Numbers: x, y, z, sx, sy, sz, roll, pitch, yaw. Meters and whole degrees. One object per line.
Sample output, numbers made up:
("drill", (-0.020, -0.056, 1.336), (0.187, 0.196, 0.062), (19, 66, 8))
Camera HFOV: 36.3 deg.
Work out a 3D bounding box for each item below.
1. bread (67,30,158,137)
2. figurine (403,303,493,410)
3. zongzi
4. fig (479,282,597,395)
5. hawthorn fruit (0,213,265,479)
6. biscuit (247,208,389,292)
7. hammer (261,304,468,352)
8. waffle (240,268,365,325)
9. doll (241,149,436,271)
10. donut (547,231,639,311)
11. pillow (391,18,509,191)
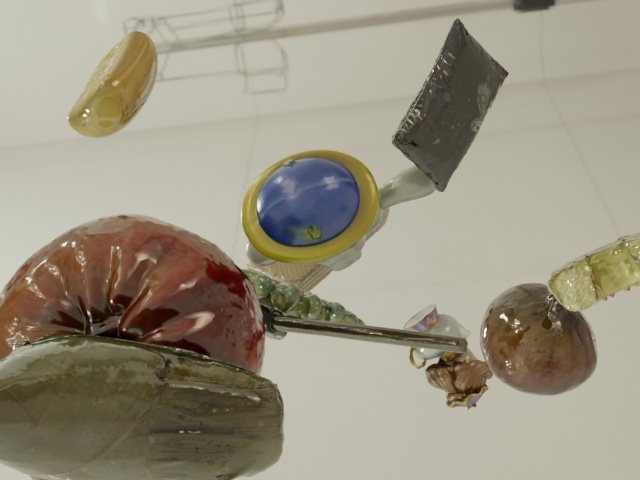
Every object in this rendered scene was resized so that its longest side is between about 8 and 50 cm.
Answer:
("bread", (-0.344, -0.260, 1.673), (0.098, 0.147, 0.217), (35, -138, -21))
("figurine", (0.316, 0.291, 2.391), (0.263, 0.189, 0.142), (54, 156, -4))
("zongzi", (-0.198, 0.179, 0.998), (0.360, 0.323, 0.160), (96, 180, -82))
("fig", (0.424, 0.185, 1.882), (0.235, 0.235, 0.214), (-71, 3, -79))
("hawthorn fruit", (-0.258, 0.167, 1.385), (0.403, 0.403, 0.402), (-6, -90, -85))
("biscuit", (0.000, 0.000, 2.256), (0.426, 0.144, 0.078), (-38, -32, -45))
("hammer", (0.050, 0.140, 1.517), (0.111, 0.365, 0.043), (36, -118, -59))
("waffle", (-0.077, 0.103, 1.737), (0.292, 0.309, 0.056), (33, -103, -61))
("doll", (0.036, -0.037, 1.393), (0.242, 0.311, 0.159), (74, 174, -59))
("donut", (0.364, 0.034, 1.184), (0.108, 0.166, 0.065), (-17, -97, -64))
("pillow", (0.184, -0.188, 1.381), (0.141, 0.055, 0.208), (38, -103, -39))
